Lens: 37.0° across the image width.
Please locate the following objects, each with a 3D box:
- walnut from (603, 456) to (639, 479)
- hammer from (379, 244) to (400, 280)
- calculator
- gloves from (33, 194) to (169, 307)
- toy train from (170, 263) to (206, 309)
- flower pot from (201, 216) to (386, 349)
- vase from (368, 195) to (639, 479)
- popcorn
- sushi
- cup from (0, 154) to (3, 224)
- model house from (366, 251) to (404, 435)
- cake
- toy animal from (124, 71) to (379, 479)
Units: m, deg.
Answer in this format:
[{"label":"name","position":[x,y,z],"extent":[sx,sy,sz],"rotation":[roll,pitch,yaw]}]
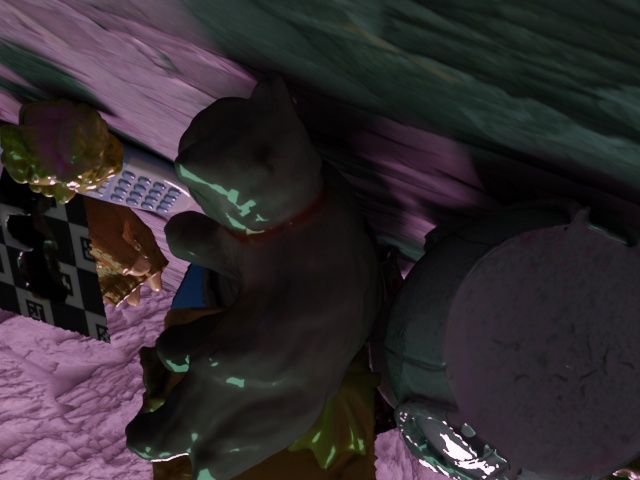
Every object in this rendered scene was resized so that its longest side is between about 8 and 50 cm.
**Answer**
[{"label":"walnut","position":[0.462,0.267,1.129],"extent":[0.283,0.227,0.283],"rotation":[9,173,1]},{"label":"hammer","position":[0.000,0.000,1.235],"extent":[0.201,0.078,0.021],"rotation":[29,168,2]},{"label":"calculator","position":[-0.320,-0.104,1.348],"extent":[0.302,0.042,0.188],"rotation":[20,161,-15]},{"label":"gloves","position":[-0.431,-0.017,1.826],"extent":[0.356,0.155,0.203],"rotation":[48,152,-23]},{"label":"toy train","position":[-0.150,0.138,1.949],"extent":[0.265,0.188,0.300],"rotation":[24,172,22]},{"label":"flower pot","position":[-0.019,0.032,1.112],"extent":[0.235,0.235,0.140],"rotation":[23,148,-1]},{"label":"vase","position":[0.160,0.103,0.898],"extent":[0.250,0.250,0.445],"rotation":[23,172,-1]},{"label":"popcorn","position":[-0.325,-0.115,1.190],"extent":[0.145,0.126,0.126],"rotation":[-9,164,24]},{"label":"sushi","position":[-0.465,-0.031,1.662],"extent":[0.296,0.100,0.373],"rotation":[11,121,30]},{"label":"cup","position":[-0.622,-0.164,1.464],"extent":[0.347,0.163,0.347],"rotation":[22,168,5]},{"label":"model house","position":[0.049,0.114,1.360],"extent":[0.248,0.230,0.281],"rotation":[-10,115,20]},{"label":"cake","position":[-0.051,0.184,0.957],"extent":[0.227,0.222,0.286],"rotation":[-4,142,2]},{"label":"toy animal","position":[-0.070,0.027,0.795],"extent":[0.266,0.308,0.188],"rotation":[44,161,21]}]
